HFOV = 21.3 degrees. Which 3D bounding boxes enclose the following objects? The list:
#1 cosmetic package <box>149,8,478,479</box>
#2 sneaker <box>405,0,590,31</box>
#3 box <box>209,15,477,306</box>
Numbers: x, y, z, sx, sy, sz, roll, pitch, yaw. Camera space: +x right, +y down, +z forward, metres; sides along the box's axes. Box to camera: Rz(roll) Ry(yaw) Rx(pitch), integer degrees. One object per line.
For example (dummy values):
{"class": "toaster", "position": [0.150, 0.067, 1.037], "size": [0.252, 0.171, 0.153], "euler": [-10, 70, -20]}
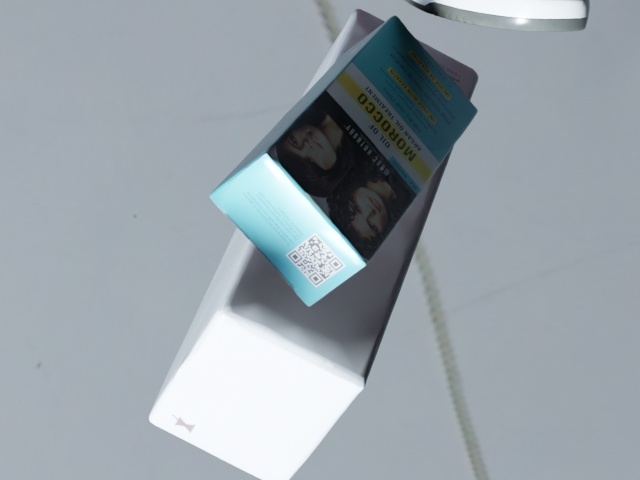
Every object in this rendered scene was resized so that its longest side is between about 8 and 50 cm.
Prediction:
{"class": "cosmetic package", "position": [0.000, 0.000, 1.772], "size": [0.161, 0.230, 0.453], "euler": [28, 51, -6]}
{"class": "sneaker", "position": [0.113, -0.270, 1.267], "size": [0.124, 0.295, 0.178], "euler": [-5, 115, -29]}
{"class": "box", "position": [0.023, -0.062, 1.183], "size": [0.100, 0.244, 0.060], "euler": [48, 126, -8]}
